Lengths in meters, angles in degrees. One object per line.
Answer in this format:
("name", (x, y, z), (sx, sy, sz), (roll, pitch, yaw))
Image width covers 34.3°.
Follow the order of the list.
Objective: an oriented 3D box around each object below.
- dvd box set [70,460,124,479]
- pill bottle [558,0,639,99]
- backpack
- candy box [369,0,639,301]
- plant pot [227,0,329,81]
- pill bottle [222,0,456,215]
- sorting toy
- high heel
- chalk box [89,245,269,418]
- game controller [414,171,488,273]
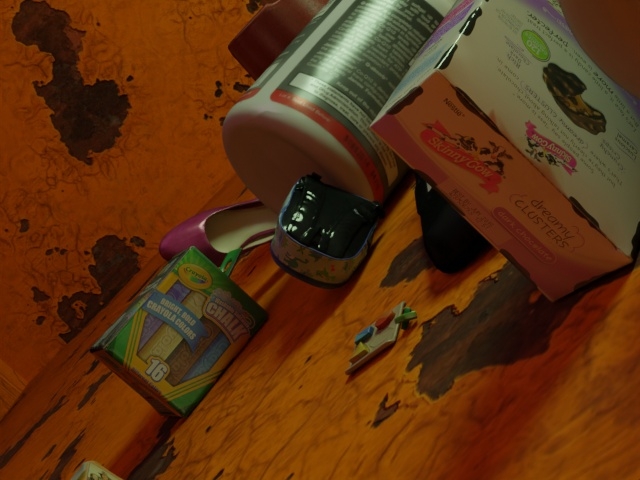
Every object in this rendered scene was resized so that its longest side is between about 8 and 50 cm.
("dvd box set", (-0.241, 0.360, 0.700), (0.308, 0.062, 0.420), (-51, 14, 5))
("pill bottle", (0.285, -0.233, 0.593), (0.334, 0.188, 0.188), (-52, 12, -28))
("backpack", (0.000, 0.000, 1.104), (0.114, 0.105, 0.084), (-63, -3, -52))
("candy box", (0.144, -0.087, 0.672), (0.070, 0.165, 0.196), (-36, 15, 47))
("plant pot", (0.025, -0.264, 1.521), (0.272, 0.265, 0.272), (-44, 11, 11))
("pill bottle", (0.063, -0.195, 1.272), (0.363, 0.210, 0.210), (-51, 11, -25))
("sorting toy", (0.053, 0.072, 0.858), (0.083, 0.012, 0.062), (-41, 12, 32))
("high heel", (-0.091, -0.023, 1.383), (0.244, 0.082, 0.117), (-9, -14, -22))
("chalk box", (-0.162, 0.099, 1.296), (0.213, 0.132, 0.132), (-49, 10, -19))
("game controller", (0.144, -0.090, 0.943), (0.166, 0.067, 0.319), (-62, 9, 23))
